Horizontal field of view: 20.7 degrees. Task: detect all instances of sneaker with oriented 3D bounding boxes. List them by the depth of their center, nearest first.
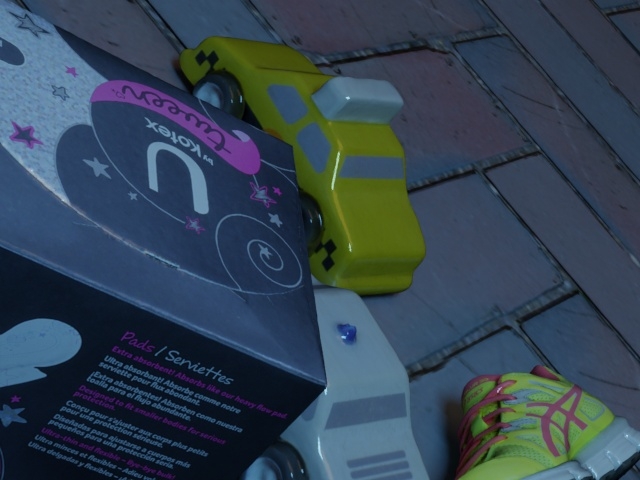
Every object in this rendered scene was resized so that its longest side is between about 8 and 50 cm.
[{"bbox_3d":[0.103,0.117,0.952,0.094,0.081,0.208,47,21,15],"label":"sneaker"}]

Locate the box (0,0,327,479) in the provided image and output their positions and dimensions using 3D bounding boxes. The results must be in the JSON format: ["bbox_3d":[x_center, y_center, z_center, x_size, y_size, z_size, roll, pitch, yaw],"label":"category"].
[{"bbox_3d":[-0.138,0.001,0.726,0.247,0.142,0.163,27,34,-28],"label":"box"}]

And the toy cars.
[{"bbox_3d":[0.000,0.000,0.954,0.176,0.087,0.394,32,32,-20],"label":"toy cars"}]
